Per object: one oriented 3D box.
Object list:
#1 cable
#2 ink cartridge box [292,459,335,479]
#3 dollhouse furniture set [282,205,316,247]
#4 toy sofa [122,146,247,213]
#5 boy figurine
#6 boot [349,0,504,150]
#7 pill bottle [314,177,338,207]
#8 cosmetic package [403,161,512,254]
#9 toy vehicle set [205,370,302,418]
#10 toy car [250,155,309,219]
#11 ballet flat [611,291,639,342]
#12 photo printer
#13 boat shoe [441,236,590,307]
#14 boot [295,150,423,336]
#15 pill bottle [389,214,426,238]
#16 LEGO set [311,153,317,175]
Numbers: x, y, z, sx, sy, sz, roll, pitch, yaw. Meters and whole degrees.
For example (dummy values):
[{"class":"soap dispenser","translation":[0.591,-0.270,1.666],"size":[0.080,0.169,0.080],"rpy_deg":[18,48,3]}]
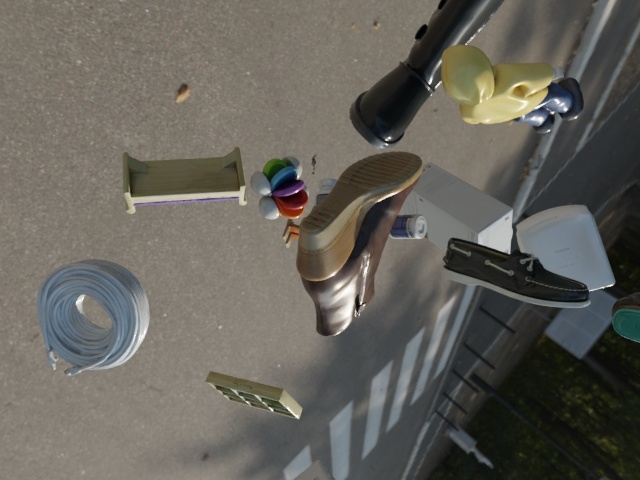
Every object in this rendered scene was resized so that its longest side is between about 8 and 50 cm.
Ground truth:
[{"class":"cable","translation":[-0.515,0.169,1.065],"size":[0.089,0.257,0.257],"rpy_deg":[-52,133,-75]},{"class":"ink cartridge box","translation":[0.007,0.445,0.549],"size":[0.197,0.273,0.114],"rpy_deg":[-33,126,-17]},{"class":"dollhouse furniture set","translation":[0.000,0.000,1.558],"size":[0.259,0.262,0.135],"rpy_deg":[80,25,-70]},{"class":"toy sofa","translation":[-0.417,-0.173,1.452],"size":[0.362,0.150,0.177],"rpy_deg":[-5,155,-15]},{"class":"boy figurine","translation":[0.307,-0.250,0.795],"size":[0.285,0.092,0.177],"rpy_deg":[5,164,-26]},{"class":"boot","translation":[0.271,-0.439,1.035],"size":[0.445,0.146,0.367],"rpy_deg":[-45,-171,40]},{"class":"pill bottle","translation":[0.030,-0.127,1.683],"size":[0.108,0.108,0.180],"rpy_deg":[30,60,-62]},{"class":"cosmetic package","translation":[0.453,-0.082,1.590],"size":[0.156,0.385,0.217],"rpy_deg":[-31,132,-13]},{"class":"toy vehicle set","translation":[-0.203,0.473,1.429],"size":[0.035,0.267,0.166],"rpy_deg":[-68,149,-31]},{"class":"toy car","translation":[-0.098,-0.144,1.329],"size":[0.159,0.136,0.182],"rpy_deg":[-31,123,-26]},{"class":"ballet flat","translation":[0.569,0.137,0.651],"size":[0.096,0.280,0.095],"rpy_deg":[-25,125,-32]},{"class":"photo printer","translation":[0.845,0.038,1.634],"size":[0.256,0.307,0.107],"rpy_deg":[-18,-176,22]},{"class":"boat shoe","translation":[0.393,0.061,0.965],"size":[0.114,0.302,0.091],"rpy_deg":[-10,109,-52]},{"class":"boot","translation":[0.063,0.002,0.689],"size":[0.248,0.090,0.207],"rpy_deg":[-39,139,-29]},{"class":"pill bottle","translation":[0.226,-0.038,1.291],"size":[0.067,0.120,0.067],"rpy_deg":[-1,91,-48]},{"class":"LEGO set","translation":[-0.029,-0.292,1.794],"size":[0.054,0.023,0.083],"rpy_deg":[93,7,-67]}]
